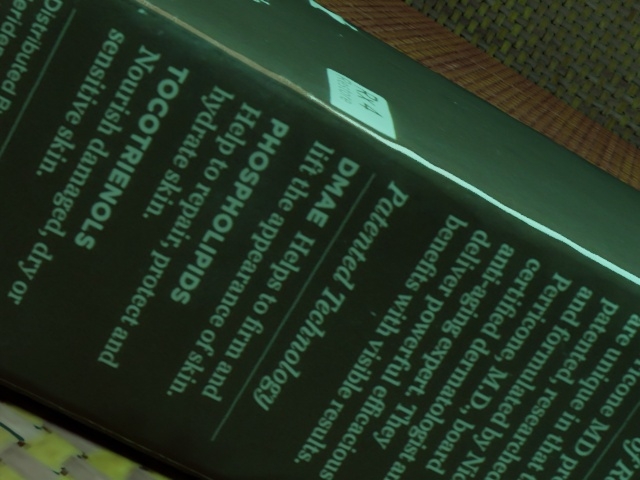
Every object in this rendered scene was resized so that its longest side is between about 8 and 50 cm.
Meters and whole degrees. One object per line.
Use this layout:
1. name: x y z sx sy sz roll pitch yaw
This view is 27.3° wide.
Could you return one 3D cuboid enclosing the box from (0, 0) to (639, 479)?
1. box: 0.000 0.000 0.489 0.381 0.143 0.191 29 16 -13
